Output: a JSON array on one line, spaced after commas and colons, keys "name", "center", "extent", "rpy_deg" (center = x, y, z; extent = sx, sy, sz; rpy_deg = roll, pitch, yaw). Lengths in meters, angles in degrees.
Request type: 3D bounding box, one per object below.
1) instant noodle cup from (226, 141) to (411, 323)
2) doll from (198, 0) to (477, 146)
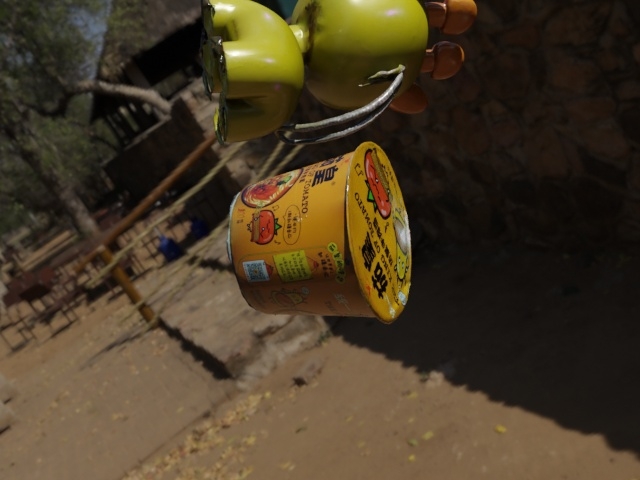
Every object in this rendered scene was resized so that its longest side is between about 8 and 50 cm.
[{"name": "instant noodle cup", "center": [0.000, 0.000, 0.955], "extent": [0.172, 0.215, 0.216], "rpy_deg": [-8, 22, 23]}, {"name": "doll", "center": [0.017, -0.148, 0.607], "extent": [0.221, 0.143, 0.135], "rpy_deg": [-9, 47, -18]}]
